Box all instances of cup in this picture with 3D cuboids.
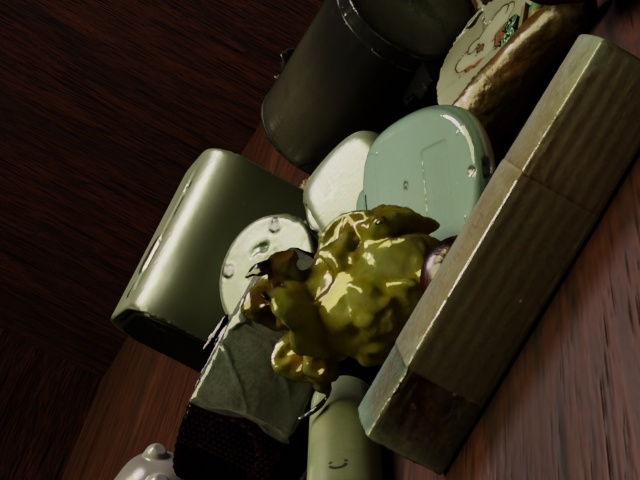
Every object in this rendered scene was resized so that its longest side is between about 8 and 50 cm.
[{"bbox_3d":[-0.217,0.370,1.935,0.142,0.173,0.134,-54,44,28],"label":"cup"}]

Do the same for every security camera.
[{"bbox_3d":[0.000,0.000,1.663,0.301,0.080,0.157,-43,52,16],"label":"security camera"}]

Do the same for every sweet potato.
[{"bbox_3d":[0.193,-0.157,1.429,0.273,0.075,0.075,-53,13,22],"label":"sweet potato"}]

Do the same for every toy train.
[{"bbox_3d":[0.230,-0.225,1.490,0.064,0.044,0.103,-46,20,44],"label":"toy train"}]

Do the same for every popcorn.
[{"bbox_3d":[0.037,0.057,1.298,0.195,0.174,0.168,-30,32,-22],"label":"popcorn"}]

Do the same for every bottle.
[{"bbox_3d":[0.023,0.204,1.279,0.072,0.072,0.201,-58,11,20],"label":"bottle"}]

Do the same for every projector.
[{"bbox_3d":[-0.115,0.052,1.854,0.249,0.248,0.248,-64,10,-15],"label":"projector"}]

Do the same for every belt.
[{"bbox_3d":[-0.055,0.142,1.464,0.289,0.164,0.184,-62,-17,-13],"label":"belt"}]

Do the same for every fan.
[{"bbox_3d":[0.208,-0.282,1.726,0.191,0.009,0.329,-47,24,29],"label":"fan"}]

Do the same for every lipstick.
[{"bbox_3d":[0.157,0.011,1.119,0.371,0.079,0.076,-60,9,8],"label":"lipstick"}]

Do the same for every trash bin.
[{"bbox_3d":[0.062,-0.239,1.913,0.301,0.203,0.252,-51,57,48],"label":"trash bin"}]

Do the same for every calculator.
[{"bbox_3d":[0.100,-0.041,1.417,0.295,0.042,0.184,154,113,-64],"label":"calculator"}]

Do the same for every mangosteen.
[{"bbox_3d":[0.129,0.034,1.205,0.081,0.081,0.081,-58,11,18],"label":"mangosteen"}]

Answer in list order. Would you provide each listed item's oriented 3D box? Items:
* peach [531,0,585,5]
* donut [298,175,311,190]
[{"bbox_3d":[0.248,-0.325,1.310,0.197,0.197,0.197,-58,11,18],"label":"peach"},{"bbox_3d":[-0.019,-0.051,2.180,0.166,0.065,0.117,-47,18,49],"label":"donut"}]
